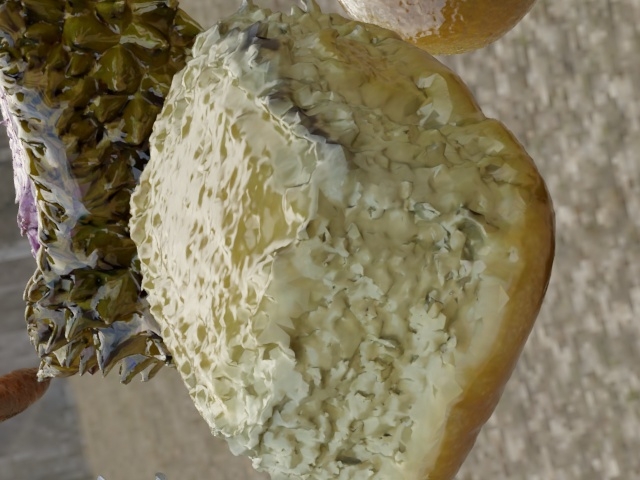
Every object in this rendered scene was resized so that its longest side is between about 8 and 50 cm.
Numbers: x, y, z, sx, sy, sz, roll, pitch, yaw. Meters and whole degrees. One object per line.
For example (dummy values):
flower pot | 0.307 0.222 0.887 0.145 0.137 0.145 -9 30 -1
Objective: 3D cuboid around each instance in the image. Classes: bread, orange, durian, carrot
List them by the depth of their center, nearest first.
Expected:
bread | 0.000 0.000 0.701 0.245 0.121 0.174 -130 51 -57
durian | -0.116 -0.020 1.020 0.112 0.191 0.341 -73 -14 -51
carrot | -0.293 0.143 1.383 0.057 0.224 0.057 7 104 29
orange | 0.128 -0.335 1.795 0.274 0.274 0.274 168 90 -75

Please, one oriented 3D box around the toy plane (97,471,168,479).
toy plane | -0.174 0.315 1.654 0.171 0.065 0.162 42 116 19
